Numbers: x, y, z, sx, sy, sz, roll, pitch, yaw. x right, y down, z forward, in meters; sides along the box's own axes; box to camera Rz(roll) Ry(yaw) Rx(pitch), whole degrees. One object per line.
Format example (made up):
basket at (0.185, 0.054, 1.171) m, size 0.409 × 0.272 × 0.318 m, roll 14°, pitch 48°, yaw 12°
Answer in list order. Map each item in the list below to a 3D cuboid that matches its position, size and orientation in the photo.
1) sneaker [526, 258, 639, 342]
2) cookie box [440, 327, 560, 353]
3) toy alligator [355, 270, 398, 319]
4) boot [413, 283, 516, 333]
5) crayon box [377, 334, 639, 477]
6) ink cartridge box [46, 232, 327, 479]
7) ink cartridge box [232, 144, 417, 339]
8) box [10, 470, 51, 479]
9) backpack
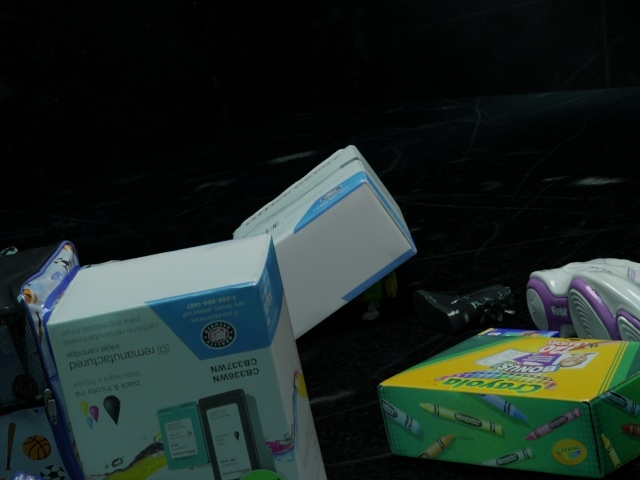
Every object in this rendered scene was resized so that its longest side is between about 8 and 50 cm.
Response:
sneaker at (0.344, 0.066, 2.078) m, size 0.152 × 0.114 × 0.305 m, roll -16°, pitch 12°, yaw -11°
cookie box at (0.207, 0.133, 2.086) m, size 0.092 × 0.040 × 0.107 m, roll -23°, pitch 15°, yaw -40°
toy alligator at (0.073, 0.061, 2.541) m, size 0.056 × 0.051 × 0.190 m, roll -11°, pitch 12°, yaw 9°
boot at (0.186, 0.080, 2.352) m, size 0.099 × 0.045 × 0.121 m, roll -19°, pitch 20°, yaw -20°
crayon box at (0.215, 0.161, 1.841) m, size 0.278 × 0.081 × 0.165 m, roll 0°, pitch 17°, yaw 46°
ink cartridge box at (-0.118, 0.160, 1.728) m, size 0.198 × 0.270 × 0.197 m, roll -12°, pitch 13°, yaw 5°
ink cartridge box at (0.000, 0.000, 2.548) m, size 0.223 × 0.129 × 0.307 m, roll -37°, pitch 11°, yaw 5°
box at (-0.180, 0.279, 1.585) m, size 0.225 × 0.036 × 0.136 m, roll 13°, pitch 33°, yaw 6°
backpack at (-0.292, 0.150, 1.987) m, size 0.213 × 0.263 × 0.276 m, roll -4°, pitch 15°, yaw 13°
